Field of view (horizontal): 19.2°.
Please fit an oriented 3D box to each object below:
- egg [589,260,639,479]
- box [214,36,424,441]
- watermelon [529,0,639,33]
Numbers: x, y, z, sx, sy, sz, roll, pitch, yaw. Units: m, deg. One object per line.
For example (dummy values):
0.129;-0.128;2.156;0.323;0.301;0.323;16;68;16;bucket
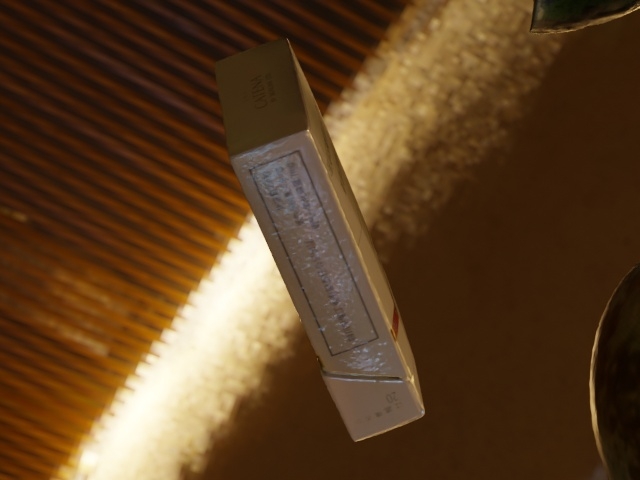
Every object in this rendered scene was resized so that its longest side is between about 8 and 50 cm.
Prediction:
0.294;0.107;1.257;0.238;0.238;0.289;-59;-148;11;egg
0.001;0.000;0.803;0.040;0.154;0.084;-21;-147;2;box
0.189;-0.221;1.238;0.137;0.193;0.145;-20;-122;43;watermelon
